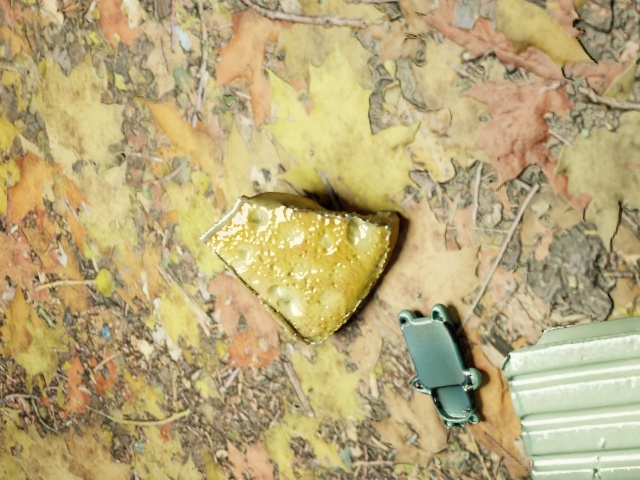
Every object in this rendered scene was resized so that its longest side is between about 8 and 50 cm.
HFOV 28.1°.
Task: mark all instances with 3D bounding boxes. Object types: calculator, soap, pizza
[{"bbox_3d":[0.131,0.136,1.373,0.094,0.019,0.141,-13,100,45],"label":"calculator"},{"bbox_3d":[0.298,0.147,1.179,0.261,0.094,0.150,-13,93,46],"label":"soap"},{"bbox_3d":[-0.009,-0.002,1.410,0.188,0.080,0.204,41,124,-9],"label":"pizza"}]
